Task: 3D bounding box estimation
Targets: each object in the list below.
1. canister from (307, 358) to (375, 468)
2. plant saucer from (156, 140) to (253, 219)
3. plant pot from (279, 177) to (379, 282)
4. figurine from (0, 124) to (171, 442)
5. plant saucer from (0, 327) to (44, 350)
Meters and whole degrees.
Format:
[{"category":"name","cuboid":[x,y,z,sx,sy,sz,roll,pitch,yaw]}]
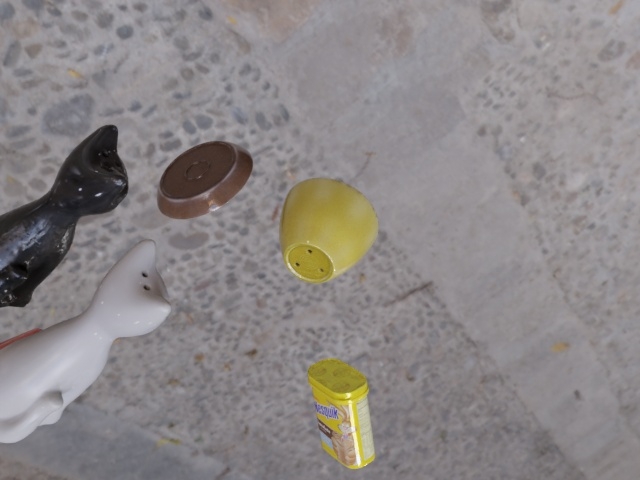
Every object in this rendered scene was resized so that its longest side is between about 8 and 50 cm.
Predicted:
[{"category":"canister","cuboid":[0.041,0.318,1.451,0.073,0.126,0.170,-23,117,-29]},{"category":"plant saucer","cuboid":[-0.188,-0.102,1.239,0.168,0.168,0.029,-31,131,-1]},{"category":"plant pot","cuboid":[0.000,0.000,1.032,0.134,0.095,0.134,12,133,13]},{"category":"figurine","cuboid":[-0.220,0.034,0.683,0.209,0.215,0.092,-39,148,20]},{"category":"plant saucer","cuboid":[-0.683,0.250,1.556,0.258,0.047,0.259,-21,-175,36]}]
